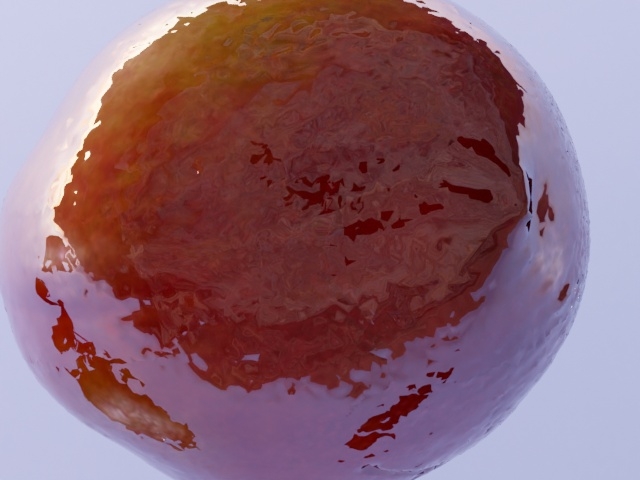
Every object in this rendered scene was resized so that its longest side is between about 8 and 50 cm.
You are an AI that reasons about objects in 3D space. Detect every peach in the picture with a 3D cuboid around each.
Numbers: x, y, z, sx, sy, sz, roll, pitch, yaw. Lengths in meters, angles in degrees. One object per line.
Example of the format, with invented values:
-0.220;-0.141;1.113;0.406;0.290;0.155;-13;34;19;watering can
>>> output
0.000;0.000;0.593;0.197;0.197;0.197;2;-126;-3;peach
